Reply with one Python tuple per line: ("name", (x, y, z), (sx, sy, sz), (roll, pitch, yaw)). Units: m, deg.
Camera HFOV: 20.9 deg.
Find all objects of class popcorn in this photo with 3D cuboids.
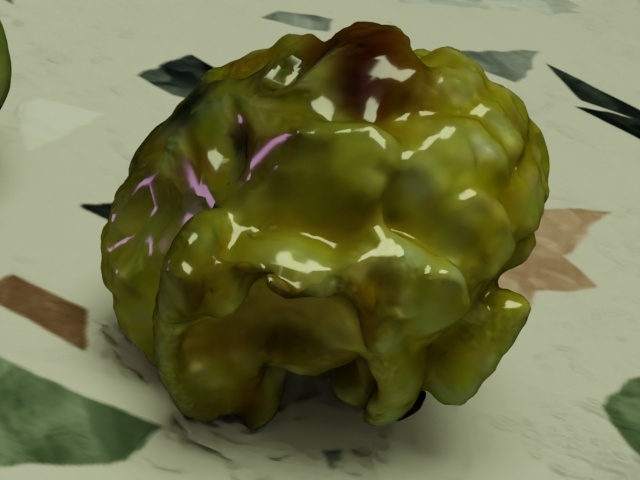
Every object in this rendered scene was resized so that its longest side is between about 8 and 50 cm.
("popcorn", (0.002, -0.002, 0.813), (0.169, 0.218, 0.189), (50, 26, -35))

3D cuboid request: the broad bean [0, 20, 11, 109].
("broad bean", (-0.309, -0.113, 0.914), (0.291, 0.119, 0.238), (7, 26, -17))
